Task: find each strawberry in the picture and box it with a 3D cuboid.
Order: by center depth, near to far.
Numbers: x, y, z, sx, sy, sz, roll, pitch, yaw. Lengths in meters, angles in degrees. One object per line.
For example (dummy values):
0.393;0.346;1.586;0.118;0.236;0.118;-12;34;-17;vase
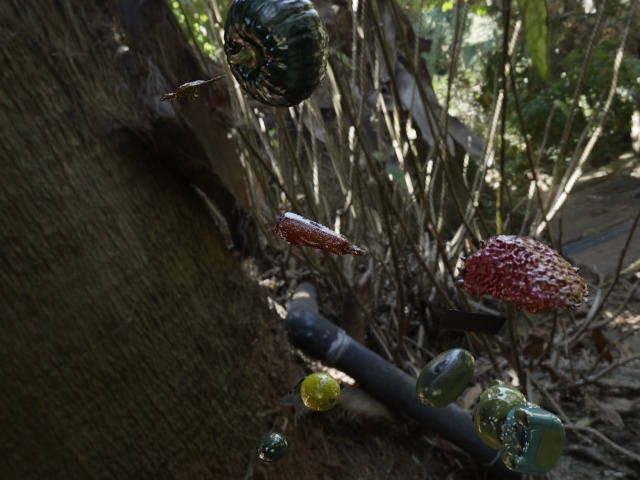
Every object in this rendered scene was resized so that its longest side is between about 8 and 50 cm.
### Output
0.472;0.055;1.210;0.233;0.138;0.306;-20;14;-25;strawberry

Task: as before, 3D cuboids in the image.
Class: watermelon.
-0.131;0.550;1.416;0.078;0.078;0.110;-27;-8;-37;watermelon

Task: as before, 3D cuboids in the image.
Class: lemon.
-0.003;0.433;1.525;0.133;0.109;0.109;-5;17;40;lemon

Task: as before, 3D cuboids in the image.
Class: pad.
0.406;0.219;1.422;0.157;0.112;0.003;8;56;4;pad

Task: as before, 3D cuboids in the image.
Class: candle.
0.000;0.000;0.922;0.048;0.162;0.053;104;-173;-61;candle

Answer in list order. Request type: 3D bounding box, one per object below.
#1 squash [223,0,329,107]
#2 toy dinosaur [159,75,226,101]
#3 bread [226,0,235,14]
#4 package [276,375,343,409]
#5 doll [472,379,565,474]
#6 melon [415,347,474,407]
-0.082;-0.353;0.979;0.218;0.218;0.172;-11;21;27;squash
-0.360;-0.428;1.491;0.161;0.039;0.126;-20;6;32;toy dinosaur
-0.140;-0.493;1.255;0.069;0.236;0.236;-21;12;-33;bread
-0.034;0.520;1.790;0.171;0.173;0.027;-49;38;27;package
0.514;0.491;1.424;0.161;0.177;0.260;12;2;-18;doll
0.288;0.313;1.222;0.162;0.099;0.099;-40;19;-17;melon
